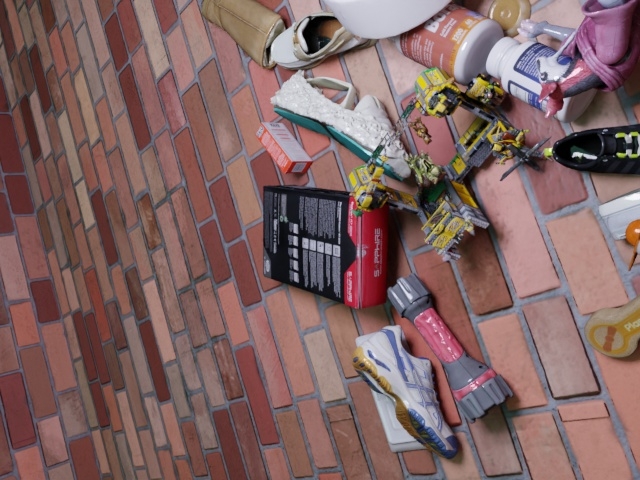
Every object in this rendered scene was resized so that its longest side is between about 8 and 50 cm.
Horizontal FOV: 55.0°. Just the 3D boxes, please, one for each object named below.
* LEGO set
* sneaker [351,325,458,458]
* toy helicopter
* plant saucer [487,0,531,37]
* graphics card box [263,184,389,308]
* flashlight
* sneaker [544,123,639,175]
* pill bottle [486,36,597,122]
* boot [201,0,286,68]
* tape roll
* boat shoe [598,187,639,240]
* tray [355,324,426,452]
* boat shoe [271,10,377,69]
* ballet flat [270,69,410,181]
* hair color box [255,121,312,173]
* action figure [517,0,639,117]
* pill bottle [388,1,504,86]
[{"bbox_3d":[0.215,-0.113,1.074,0.331,0.255,0.192,-47,36,25],"label":"LEGO set"},{"bbox_3d":[0.201,0.306,1.258,0.296,0.131,0.112,52,155,-3],"label":"sneaker"},{"bbox_3d":[0.506,0.067,0.894,0.235,0.140,0.355,42,141,7],"label":"toy helicopter"},{"bbox_3d":[0.330,-0.400,1.089,0.083,0.015,0.083,9,102,43],"label":"plant saucer"},{"bbox_3d":[0.000,0.000,1.378,0.371,0.094,0.232,11,104,52],"label":"graphics card box"},{"bbox_3d":[0.243,0.201,1.204,0.304,0.103,0.103,56,130,22],"label":"flashlight"},{"bbox_3d":[0.463,-0.135,0.942,0.235,0.097,0.084,-1,96,44],"label":"sneaker"},{"bbox_3d":[0.363,-0.273,1.021,0.169,0.094,0.094,41,123,32],"label":"pill bottle"},{"bbox_3d":[-0.175,-0.588,1.507,0.269,0.089,0.236,44,134,31],"label":"boot"},{"bbox_3d":[0.136,-0.504,1.106,0.286,0.100,0.286,-20,52,28],"label":"tape roll"},{"bbox_3d":[0.534,-0.052,0.910,0.228,0.079,0.081,-22,91,48],"label":"boat shoe"},{"bbox_3d":[0.160,0.332,1.356,0.145,0.030,0.270,-27,78,44],"label":"tray"},{"bbox_3d":[-0.015,-0.450,1.354,0.302,0.103,0.113,-4,93,44],"label":"boat shoe"},{"bbox_3d":[0.051,-0.267,1.307,0.409,0.147,0.146,35,119,35],"label":"ballet flat"},{"bbox_3d":[-0.089,-0.223,1.482,0.141,0.072,0.043,54,129,25],"label":"hair color box"},{"bbox_3d":[0.445,-0.322,0.862,0.276,0.248,0.370,34,105,6],"label":"action figure"},{"bbox_3d":[0.214,-0.378,1.130,0.216,0.121,0.121,39,121,33],"label":"pill bottle"}]
